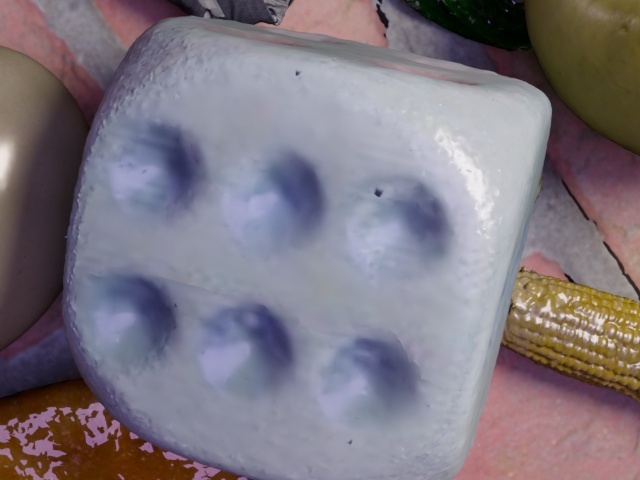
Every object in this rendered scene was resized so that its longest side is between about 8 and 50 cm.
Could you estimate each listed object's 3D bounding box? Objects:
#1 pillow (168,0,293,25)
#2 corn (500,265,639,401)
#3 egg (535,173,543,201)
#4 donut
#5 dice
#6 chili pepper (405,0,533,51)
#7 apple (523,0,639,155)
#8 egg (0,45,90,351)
[{"bbox_3d":[-0.154,-0.279,0.857,0.335,0.092,0.161,23,97,-10],"label":"pillow"},{"bbox_3d":[0.271,0.094,0.955,0.288,0.086,0.086,17,92,-8],"label":"corn"},{"bbox_3d":[0.126,-0.062,0.917,0.085,0.085,0.110,-45,94,-2],"label":"egg"},{"bbox_3d":[-0.185,0.239,0.890,0.303,0.110,0.302,0,94,-6],"label":"donut"},{"bbox_3d":[0.000,0.000,0.778,0.268,0.262,0.264,15,103,10],"label":"dice"},{"bbox_3d":[0.099,-0.271,0.905,0.122,0.065,0.278,-25,103,-28],"label":"chili pepper"},{"bbox_3d":[0.298,-0.189,0.833,0.254,0.292,0.291,18,93,-51],"label":"apple"},{"bbox_3d":[-0.262,-0.017,0.816,0.189,0.188,0.253,25,101,-9],"label":"egg"}]
